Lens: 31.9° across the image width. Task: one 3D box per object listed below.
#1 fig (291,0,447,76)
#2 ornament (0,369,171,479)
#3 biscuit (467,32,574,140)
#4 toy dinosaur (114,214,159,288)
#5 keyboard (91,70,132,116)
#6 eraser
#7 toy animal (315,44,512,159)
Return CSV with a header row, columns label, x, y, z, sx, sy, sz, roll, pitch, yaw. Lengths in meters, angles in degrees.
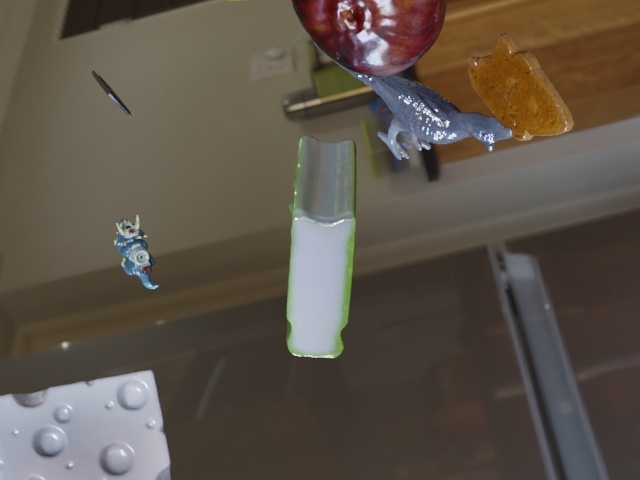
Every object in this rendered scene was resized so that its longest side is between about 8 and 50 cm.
label,x,y,z,sx,sy,sz,roll,pitch,yaw
fig,0.067,-0.317,1.309,0.249,0.186,0.204,-73,-25,-52
ornament,-0.357,0.346,1.659,0.239,0.240,0.240,132,128,-66
biscuit,0.339,-0.251,1.892,0.280,0.043,0.183,39,143,49
toy dinosaur,-0.202,0.014,1.227,0.047,0.030,0.083,12,122,64
keyboard,-0.397,-0.280,2.118,0.067,0.011,0.202,47,179,-27
eraser,0.000,0.000,1.504,0.274,0.092,0.210,-90,4,-66
toy animal,0.150,-0.214,1.852,0.081,0.367,0.206,-51,-19,-24
